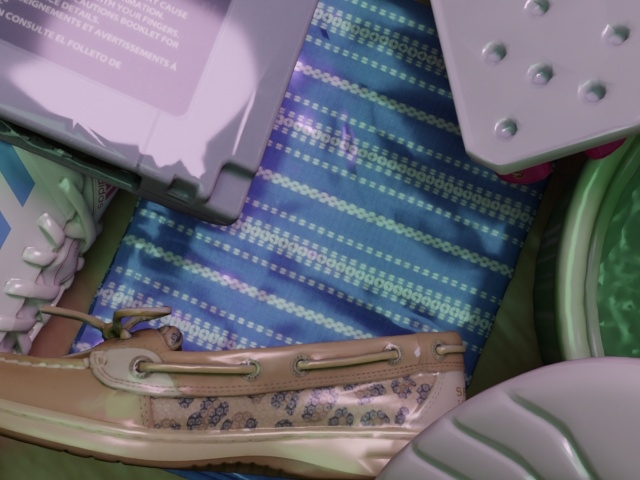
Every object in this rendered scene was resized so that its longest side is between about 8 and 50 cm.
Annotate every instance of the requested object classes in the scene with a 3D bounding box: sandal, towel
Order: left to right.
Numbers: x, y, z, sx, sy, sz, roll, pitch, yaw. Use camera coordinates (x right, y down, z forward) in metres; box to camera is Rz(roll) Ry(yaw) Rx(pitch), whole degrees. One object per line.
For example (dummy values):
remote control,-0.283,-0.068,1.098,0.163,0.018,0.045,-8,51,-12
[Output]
towel,0.000,0.000,0.578,0.243,0.040,0.336,22,87,1
sandal,0.078,0.211,0.482,0.169,0.102,0.416,40,119,19

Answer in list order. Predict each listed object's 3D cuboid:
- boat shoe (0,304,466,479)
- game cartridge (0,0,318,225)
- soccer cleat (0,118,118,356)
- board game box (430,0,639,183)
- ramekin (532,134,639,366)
boat shoe,-0.057,0.081,0.512,0.285,0.104,0.089,8,79,-13
game cartridge,-0.150,-0.151,0.503,0.297,0.062,0.198,23,68,-14
soccer cleat,-0.189,0.004,0.542,0.143,0.116,0.331,4,88,-4
board game box,0.230,-0.248,0.466,0.389,0.050,0.390,-17,63,17
ramekin,0.267,0.034,0.517,0.303,0.148,0.303,0,86,0
